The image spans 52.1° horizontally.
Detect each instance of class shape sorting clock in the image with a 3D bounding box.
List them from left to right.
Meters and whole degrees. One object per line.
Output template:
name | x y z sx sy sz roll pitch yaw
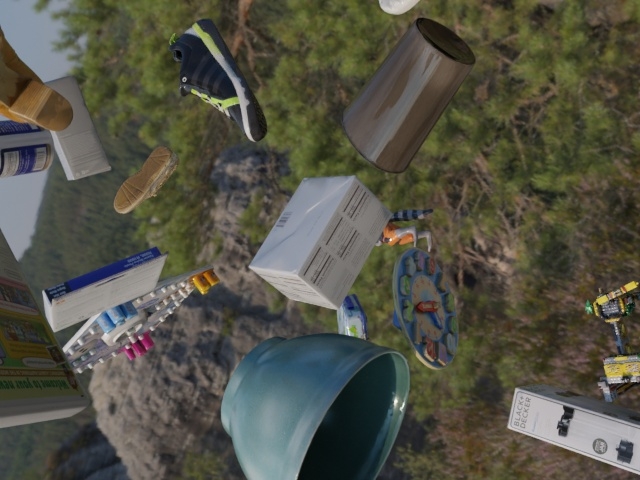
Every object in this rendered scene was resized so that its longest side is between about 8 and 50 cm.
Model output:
shape sorting clock | 0.180 0.110 1.087 0.040 0.206 0.206 -15 52 36

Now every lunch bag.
lunch bag | 0.116 0.302 2.414 0.219 0.090 0.176 -119 22 -72

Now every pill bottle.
pill bottle | -0.637 -0.179 1.292 0.186 0.112 0.112 -21 -30 -52

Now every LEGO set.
LEGO set | 0.654 0.186 1.229 0.331 0.192 0.255 -6 90 44

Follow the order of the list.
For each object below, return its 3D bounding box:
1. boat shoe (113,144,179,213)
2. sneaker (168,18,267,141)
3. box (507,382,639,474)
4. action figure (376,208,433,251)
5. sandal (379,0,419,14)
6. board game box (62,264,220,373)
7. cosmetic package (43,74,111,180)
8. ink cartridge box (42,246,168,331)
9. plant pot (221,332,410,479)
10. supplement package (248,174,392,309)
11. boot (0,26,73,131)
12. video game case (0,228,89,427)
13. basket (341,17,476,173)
boat shoe | -0.353 -0.117 1.354 0.170 0.059 0.063 -46 62 4
sneaker | -0.160 -0.228 0.988 0.097 0.084 0.235 -29 66 1
box | 0.544 0.370 1.304 0.289 0.169 0.087 11 90 40
action figure | 0.192 -0.055 2.064 0.341 0.330 0.179 -19 -58 -62
sandal | 0.264 -0.563 1.248 0.416 0.102 0.170 -10 75 57
board game box | -0.476 0.228 1.626 0.390 0.050 0.390 -43 -10 26
cosmetic package | -0.608 -0.271 1.598 0.127 0.107 0.238 12 120 62
ink cartridge box | -0.407 0.084 1.237 0.045 0.223 0.224 61 151 10
plant pot | -0.024 0.261 0.990 0.196 0.293 0.293 22 92 31
supplement package | 0.000 0.000 1.494 0.204 0.145 0.262 5 59 54
boot | -0.478 -0.251 0.853 0.211 0.295 0.104 24 76 30
video game case | -0.237 0.033 0.430 0.023 0.193 0.212 -30 -10 -7
basket | 0.160 -0.270 1.184 0.227 0.154 0.204 -53 28 37
